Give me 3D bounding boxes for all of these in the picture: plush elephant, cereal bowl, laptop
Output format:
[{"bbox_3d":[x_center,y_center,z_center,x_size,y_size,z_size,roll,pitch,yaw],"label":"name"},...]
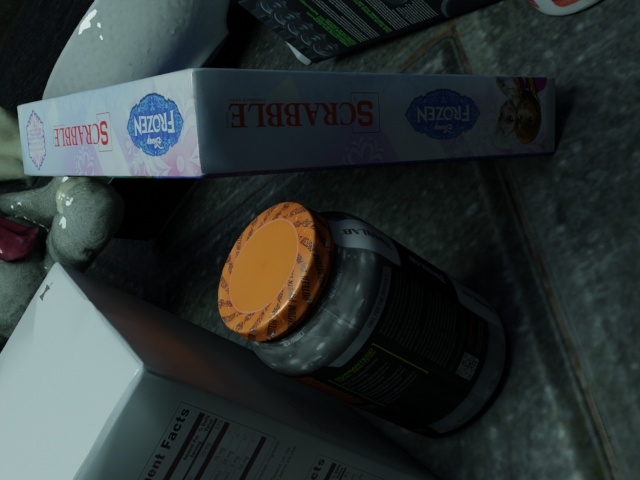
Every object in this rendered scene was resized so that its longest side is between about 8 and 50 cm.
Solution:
[{"bbox_3d":[-0.373,-0.007,0.801,0.271,0.255,0.330,-53,12,-6],"label":"plush elephant"},{"bbox_3d":[-0.229,-0.269,1.110,0.339,0.141,0.339,-51,11,14],"label":"cereal bowl"},{"bbox_3d":[-0.217,-0.132,1.043,0.234,0.137,0.264,-51,36,10],"label":"laptop"}]

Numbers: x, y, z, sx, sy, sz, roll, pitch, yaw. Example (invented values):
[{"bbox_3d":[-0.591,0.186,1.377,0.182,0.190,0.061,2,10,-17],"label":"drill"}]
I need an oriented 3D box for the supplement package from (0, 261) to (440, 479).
[{"bbox_3d":[-0.095,0.177,0.554,0.199,0.263,0.198,27,87,56],"label":"supplement package"}]

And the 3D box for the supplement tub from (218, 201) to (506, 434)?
[{"bbox_3d":[0.031,0.055,0.553,0.117,0.190,0.116,-30,44,34],"label":"supplement tub"}]

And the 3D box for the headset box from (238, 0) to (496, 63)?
[{"bbox_3d":[0.063,-0.345,0.829,0.283,0.131,0.246,-9,62,41],"label":"headset box"}]

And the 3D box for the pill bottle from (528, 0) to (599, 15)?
[{"bbox_3d":[0.162,-0.277,0.632,0.108,0.194,0.108,-30,45,35],"label":"pill bottle"}]

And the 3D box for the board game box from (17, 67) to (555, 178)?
[{"bbox_3d":[-0.037,-0.091,0.650,0.318,0.319,0.065,7,102,53],"label":"board game box"}]

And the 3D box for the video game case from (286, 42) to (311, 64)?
[{"bbox_3d":[0.009,-0.342,1.017,0.193,0.023,0.212,-48,37,16],"label":"video game case"}]
